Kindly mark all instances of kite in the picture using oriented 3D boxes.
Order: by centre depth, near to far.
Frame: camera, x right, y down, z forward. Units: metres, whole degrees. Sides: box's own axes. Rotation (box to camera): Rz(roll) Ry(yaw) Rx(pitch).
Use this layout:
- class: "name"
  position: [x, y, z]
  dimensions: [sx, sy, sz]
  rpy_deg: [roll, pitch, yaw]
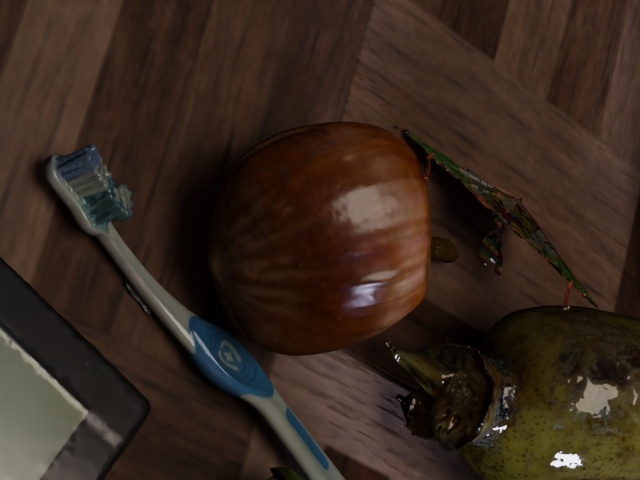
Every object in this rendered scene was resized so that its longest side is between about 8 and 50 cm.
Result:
- class: "kite"
  position: [0.124, -0.015, 1.381]
  dimensions: [0.198, 0.006, 0.244]
  rpy_deg: [42, 16, 2]

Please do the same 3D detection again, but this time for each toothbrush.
- class: "toothbrush"
  position: [-0.060, 0.085, 1.266]
  dimensions: [0.386, 0.040, 0.040]
  rpy_deg: [55, 52, -30]

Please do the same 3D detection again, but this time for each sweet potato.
- class: "sweet potato"
  position: [0.065, 0.004, 1.395]
  dimensions: [0.115, 0.026, 0.026]
  rpy_deg: [4, 84, -44]

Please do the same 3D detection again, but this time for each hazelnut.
- class: "hazelnut"
  position: [0.000, 0.000, 1.252]
  dimensions: [0.150, 0.150, 0.150]
  rpy_deg: [5, 83, -44]

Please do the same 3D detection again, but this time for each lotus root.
- class: "lotus root"
  position: [0.169, 0.119, 1.397]
  dimensions: [0.278, 0.154, 0.154]
  rpy_deg: [11, 79, -39]

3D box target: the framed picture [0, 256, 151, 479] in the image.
- class: "framed picture"
  position: [-0.266, 0.131, 1.038]
  dimensions: [0.265, 0.016, 0.347]
  rpy_deg: [46, 56, -20]

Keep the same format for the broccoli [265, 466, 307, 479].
- class: "broccoli"
  position: [0.007, 0.246, 1.191]
  dimensions: [0.248, 0.245, 0.288]
  rpy_deg: [2, 115, -43]
